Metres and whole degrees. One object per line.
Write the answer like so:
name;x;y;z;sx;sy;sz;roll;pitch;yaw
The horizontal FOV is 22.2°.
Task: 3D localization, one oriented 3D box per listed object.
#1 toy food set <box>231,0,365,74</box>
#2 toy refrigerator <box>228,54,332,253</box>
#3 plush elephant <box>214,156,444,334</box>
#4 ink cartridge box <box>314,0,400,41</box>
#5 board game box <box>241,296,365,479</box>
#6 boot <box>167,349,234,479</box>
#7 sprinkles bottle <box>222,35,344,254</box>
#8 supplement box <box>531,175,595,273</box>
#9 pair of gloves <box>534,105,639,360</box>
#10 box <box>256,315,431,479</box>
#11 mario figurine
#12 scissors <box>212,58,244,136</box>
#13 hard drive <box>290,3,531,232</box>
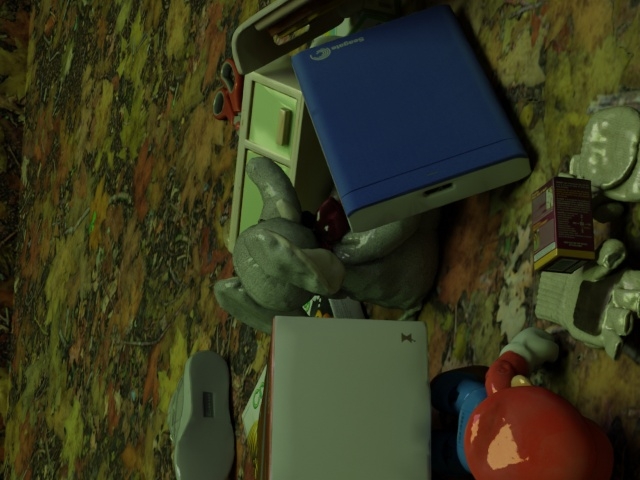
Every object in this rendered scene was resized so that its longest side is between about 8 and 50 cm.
toy food set;0.052;-0.300;2.008;0.306;0.220;0.092;-25;97;48
toy refrigerator;-0.050;-0.096;2.147;0.102;0.094;0.269;26;122;30
plush elephant;0.000;0.000;1.987;0.272;0.255;0.330;140;135;-57
ink cartridge box;0.036;-0.296;2.278;0.209;0.062;0.109;132;141;-52
board game box;-0.019;0.203;2.206;0.193;0.053;0.305;-108;35;-49
boot;-0.191;0.307;2.542;0.123;0.095;0.258;119;160;-50
sprinkles bottle;-0.024;-0.114;2.265;0.121;0.121;0.355;-104;33;-44
supplement box;0.238;-0.015;1.605;0.055;0.043;0.083;135;138;-67
pair of gloves;0.282;-0.014;1.610;0.204;0.042;0.240;-147;69;-66
box;0.017;0.251;1.814;0.345;0.168;0.215;101;171;-62
mario figurine;0.211;0.208;1.636;0.198;0.170;0.320;64;169;-7
scissors;-0.134;-0.207;2.692;0.297;0.021;0.109;-118;46;-58
hard drive;0.098;-0.151;1.912;0.318;0.210;0.040;-109;0;-49
